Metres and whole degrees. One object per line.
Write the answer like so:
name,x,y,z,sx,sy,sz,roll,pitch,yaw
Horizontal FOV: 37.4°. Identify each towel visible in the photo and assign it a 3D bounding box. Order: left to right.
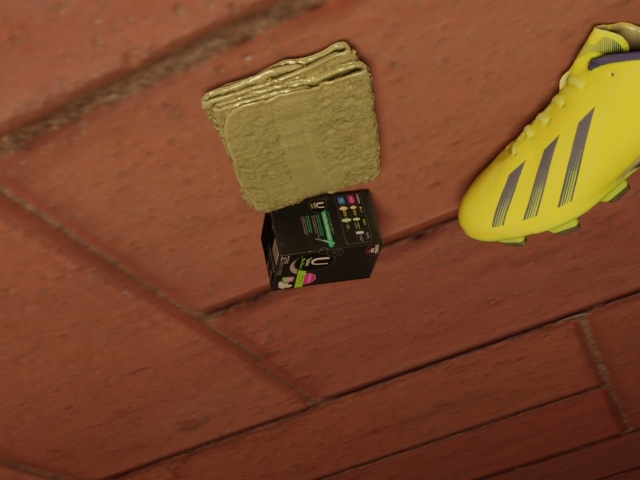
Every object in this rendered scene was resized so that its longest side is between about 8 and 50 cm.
towel,-0.013,-0.072,0.642,0.110,0.027,0.148,-16,150,2

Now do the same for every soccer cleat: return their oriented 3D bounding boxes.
soccer cleat,0.200,-0.093,0.664,0.121,0.093,0.289,42,130,-21

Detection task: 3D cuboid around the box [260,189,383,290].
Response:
box,0.000,0.000,0.750,0.083,0.052,0.062,-7,152,-14
